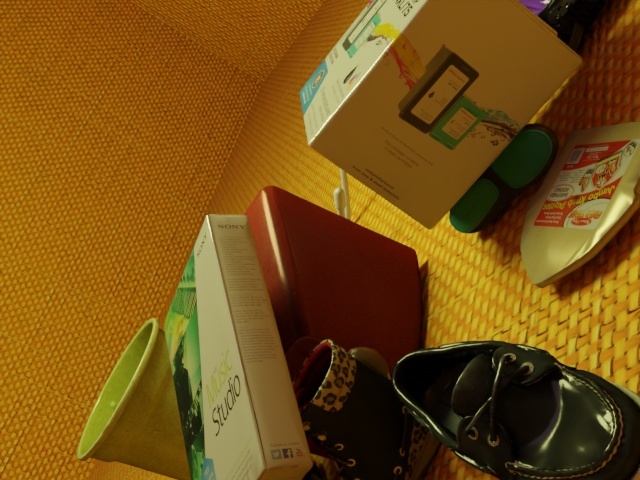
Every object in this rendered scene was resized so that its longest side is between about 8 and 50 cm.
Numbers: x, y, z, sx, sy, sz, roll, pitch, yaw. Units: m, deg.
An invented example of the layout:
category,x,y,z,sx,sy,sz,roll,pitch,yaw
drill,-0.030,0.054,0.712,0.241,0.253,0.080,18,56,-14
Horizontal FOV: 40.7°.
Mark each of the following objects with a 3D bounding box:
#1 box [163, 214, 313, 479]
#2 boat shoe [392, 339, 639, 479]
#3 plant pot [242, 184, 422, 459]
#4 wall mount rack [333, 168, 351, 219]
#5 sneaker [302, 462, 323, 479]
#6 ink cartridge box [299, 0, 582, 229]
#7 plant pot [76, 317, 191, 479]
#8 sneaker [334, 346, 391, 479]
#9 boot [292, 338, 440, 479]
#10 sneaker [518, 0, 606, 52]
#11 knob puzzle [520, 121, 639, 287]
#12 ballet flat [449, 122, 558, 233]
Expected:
category,x,y,z,sx,sy,sz,roll,pitch,yaw
box,-0.108,0.163,0.981,0.232,0.059,0.322,118,145,-43
boat shoe,0.162,0.150,0.791,0.127,0.113,0.340,-61,15,-4
plant pot,-0.017,0.133,1.162,0.267,0.267,0.235,-53,29,25
wall mount rack,0.000,0.000,1.555,0.304,0.130,0.350,-52,18,26
sneaker,-0.057,0.323,1.159,0.127,0.126,0.321,-57,25,26
ink cartridge box,0.135,-0.201,1.062,0.270,0.197,0.198,-50,21,19
plant pot,-0.258,0.319,1.554,0.276,0.254,0.276,-52,17,23
sneaker,0.048,0.221,1.024,0.086,0.064,0.192,-81,-5,-48
boot,0.023,0.240,0.929,0.085,0.179,0.236,1,59,60
sneaker,0.336,-0.313,1.148,0.293,0.102,0.146,-34,46,45
knob puzzle,0.280,-0.033,0.912,0.213,0.030,0.213,-52,17,24
ballet flat,0.235,-0.084,1.084,0.203,0.074,0.074,-52,16,45
